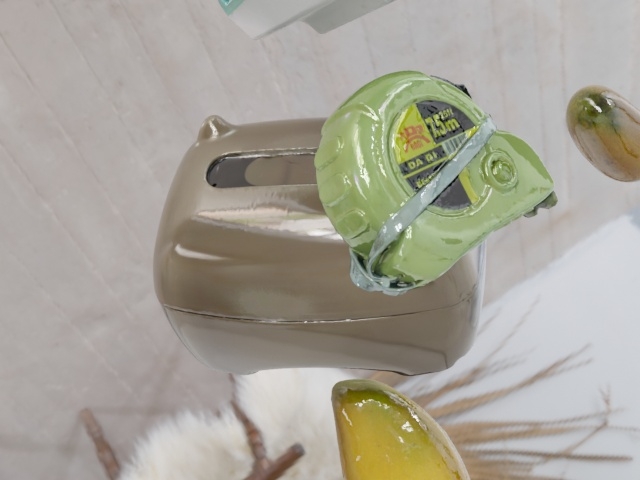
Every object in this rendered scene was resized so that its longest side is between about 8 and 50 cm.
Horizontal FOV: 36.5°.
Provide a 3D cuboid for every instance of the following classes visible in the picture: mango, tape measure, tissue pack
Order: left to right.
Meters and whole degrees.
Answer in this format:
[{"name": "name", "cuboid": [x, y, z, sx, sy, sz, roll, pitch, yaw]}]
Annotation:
[{"name": "tissue pack", "cuboid": [0.000, 0.000, 1.149, 0.387, 0.267, 0.277, -1, 135, 13]}, {"name": "mango", "cuboid": [0.118, 0.335, 1.424, 0.176, 0.317, 0.119, -27, -173, 19]}, {"name": "tape measure", "cuboid": [0.070, -0.046, 0.705, 0.177, 0.154, 0.087, -34, -177, -36]}, {"name": "mango", "cuboid": [0.493, -0.186, 1.649, 0.221, 0.151, 0.120, 38, 97, -28]}]

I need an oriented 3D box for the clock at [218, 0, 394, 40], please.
[{"name": "clock", "cuboid": [0.056, -0.291, 0.888, 0.262, 0.116, 0.231, -45, -167, -21]}]
